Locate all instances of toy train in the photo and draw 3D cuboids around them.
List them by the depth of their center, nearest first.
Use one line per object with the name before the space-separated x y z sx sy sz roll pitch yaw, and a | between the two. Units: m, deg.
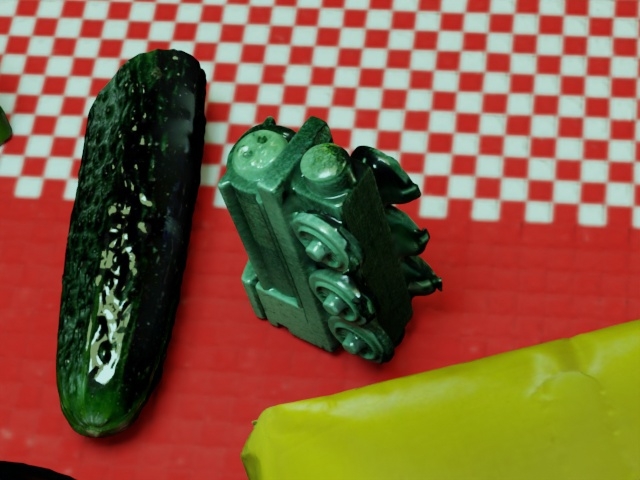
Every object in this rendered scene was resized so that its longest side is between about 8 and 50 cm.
toy train | 0.000 0.000 0.902 0.111 0.170 0.071 23 64 27

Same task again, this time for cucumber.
cucumber | -0.109 -0.001 0.969 0.074 0.074 0.241 1 60 7

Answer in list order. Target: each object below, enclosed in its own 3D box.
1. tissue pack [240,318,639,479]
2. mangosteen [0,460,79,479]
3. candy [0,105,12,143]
tissue pack | 0.151 0.236 0.704 0.293 0.228 0.382 -14 57 0
mangosteen | -0.174 0.244 0.710 0.300 0.300 0.300 -3 58 5
candy | -0.288 -0.054 1.009 0.194 0.097 0.062 -35 58 -15
